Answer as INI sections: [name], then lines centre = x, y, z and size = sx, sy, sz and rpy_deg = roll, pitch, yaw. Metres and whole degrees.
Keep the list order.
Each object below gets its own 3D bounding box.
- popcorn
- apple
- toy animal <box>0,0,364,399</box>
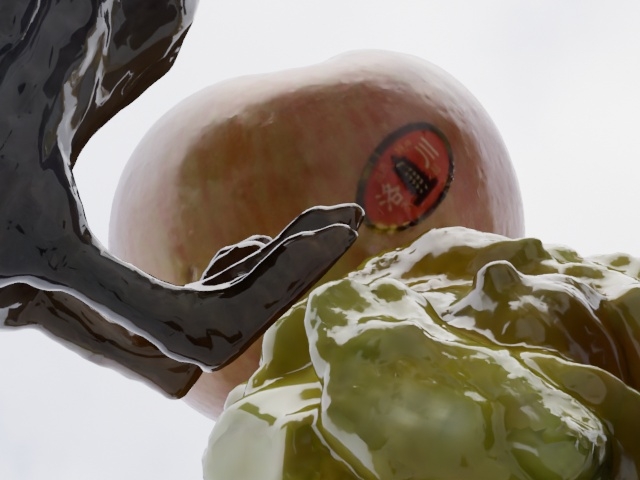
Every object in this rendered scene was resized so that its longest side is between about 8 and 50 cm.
[popcorn]
centre = 0.077, 0.109, 0.697
size = 0.249, 0.225, 0.249
rpy_deg = -7, -80, -49
[apple]
centre = 0.000, 0.000, 0.895
size = 0.209, 0.209, 0.164
rpy_deg = -15, -93, -23
[toy animal]
centre = -0.097, -0.024, 0.589
size = 0.185, 0.122, 0.298
rpy_deg = 46, -111, -6
